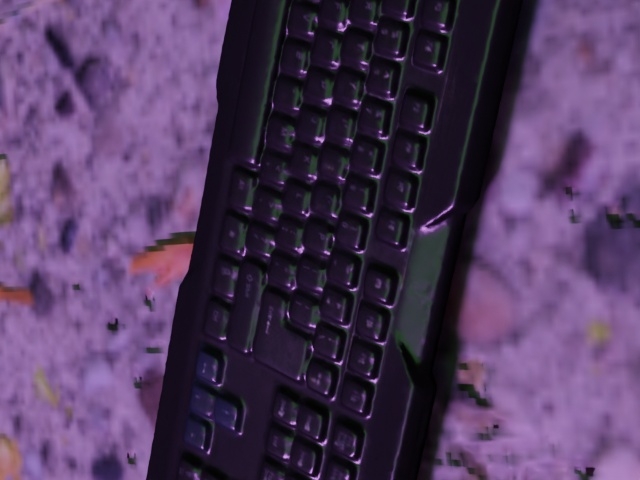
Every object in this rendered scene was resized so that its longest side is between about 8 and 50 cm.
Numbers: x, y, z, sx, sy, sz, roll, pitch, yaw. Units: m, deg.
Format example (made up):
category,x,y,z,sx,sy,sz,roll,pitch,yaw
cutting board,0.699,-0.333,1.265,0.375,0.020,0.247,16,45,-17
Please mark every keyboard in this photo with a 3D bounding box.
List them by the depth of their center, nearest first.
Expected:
category,x,y,z,sx,sy,sz,roll,pitch,yaw
keyboard,0.000,0.000,0.505,0.106,0.016,0.262,23,109,38
